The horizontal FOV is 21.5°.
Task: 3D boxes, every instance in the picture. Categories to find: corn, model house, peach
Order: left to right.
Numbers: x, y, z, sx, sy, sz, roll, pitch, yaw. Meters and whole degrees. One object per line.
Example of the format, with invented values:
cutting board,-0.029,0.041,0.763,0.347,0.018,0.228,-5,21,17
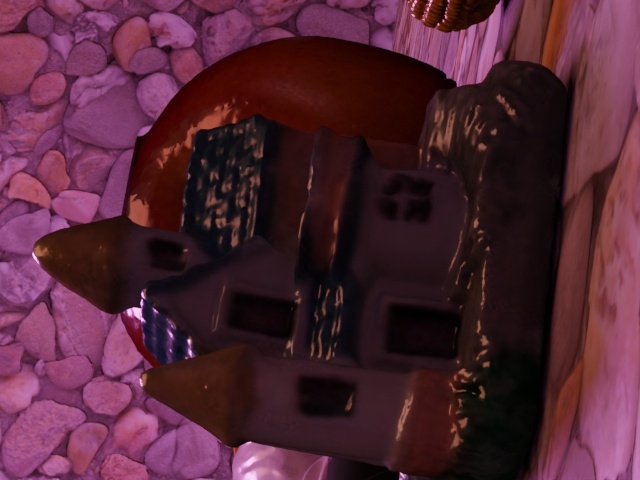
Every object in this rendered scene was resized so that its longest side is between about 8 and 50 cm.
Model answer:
model house,-0.027,0.017,1.066,0.194,0.325,0.267,96,-177,-69
peach,-0.017,-0.001,1.402,0.406,0.310,0.335,-122,38,-88
corn,0.127,-0.251,1.446,0.261,0.097,0.097,112,167,-75

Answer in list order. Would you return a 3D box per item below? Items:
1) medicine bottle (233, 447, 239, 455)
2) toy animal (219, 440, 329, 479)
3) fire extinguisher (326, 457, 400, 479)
medicine bottle,-0.010,0.238,2.097,0.192,0.096,0.096,-20,-49,-41
toy animal,0.002,0.279,1.824,0.258,0.194,0.357,-47,24,9
fire extinguisher,0.038,0.278,1.435,0.311,0.095,0.114,-83,-29,-45
